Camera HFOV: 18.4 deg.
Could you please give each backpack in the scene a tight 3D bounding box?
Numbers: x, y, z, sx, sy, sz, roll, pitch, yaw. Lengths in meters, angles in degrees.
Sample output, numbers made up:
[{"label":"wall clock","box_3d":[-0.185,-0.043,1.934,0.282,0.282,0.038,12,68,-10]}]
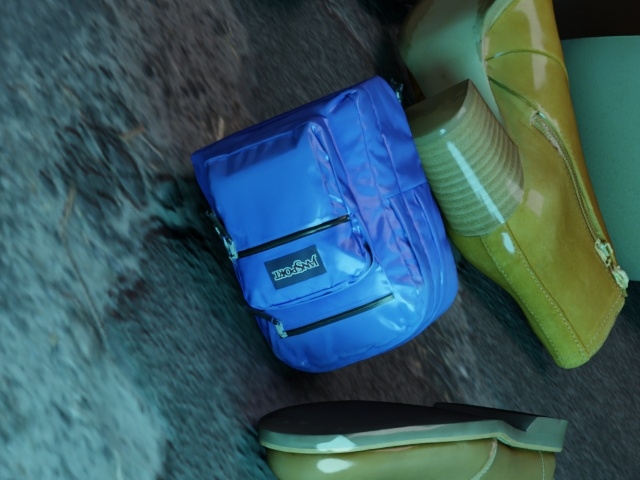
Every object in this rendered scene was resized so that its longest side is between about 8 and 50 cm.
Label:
[{"label":"backpack","box_3d":[0.000,0.000,0.906,0.101,0.098,0.120,-33,102,-63]}]

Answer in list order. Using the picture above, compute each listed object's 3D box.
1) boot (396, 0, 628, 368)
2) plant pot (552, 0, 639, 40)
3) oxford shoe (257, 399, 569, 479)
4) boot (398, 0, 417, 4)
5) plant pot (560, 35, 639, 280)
[{"label":"boot","box_3d":[0.141,-0.062,1.359,0.211,0.104,0.295,55,29,-25]},{"label":"plant pot","box_3d":[0.306,-0.265,1.848,0.323,0.280,0.323,48,20,-24]},{"label":"oxford shoe","box_3d":[0.046,0.110,0.888,0.212,0.076,0.076,12,86,-52]},{"label":"boot","box_3d":[0.100,-0.281,1.481,0.161,0.083,0.247,11,87,-48]},{"label":"plant pot","box_3d":[0.316,-0.059,1.621,0.284,0.284,0.191,4,89,-68]}]
